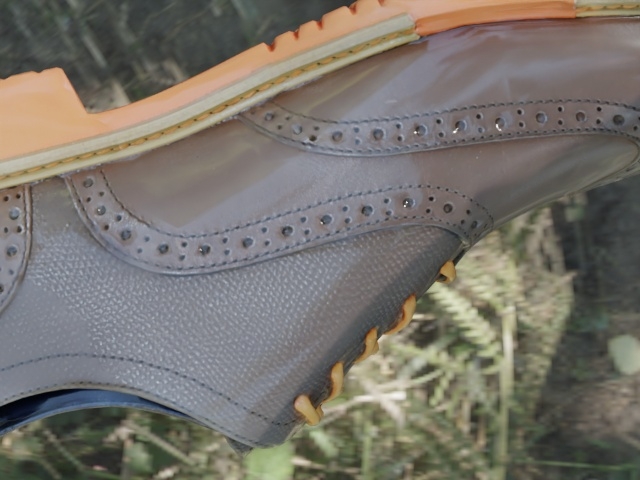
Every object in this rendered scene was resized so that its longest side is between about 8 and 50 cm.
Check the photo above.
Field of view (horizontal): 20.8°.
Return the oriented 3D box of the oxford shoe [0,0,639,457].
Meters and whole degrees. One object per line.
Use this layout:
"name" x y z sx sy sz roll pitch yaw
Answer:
"oxford shoe" 0.000 0.000 0.587 0.363 0.130 0.133 -14 79 1
